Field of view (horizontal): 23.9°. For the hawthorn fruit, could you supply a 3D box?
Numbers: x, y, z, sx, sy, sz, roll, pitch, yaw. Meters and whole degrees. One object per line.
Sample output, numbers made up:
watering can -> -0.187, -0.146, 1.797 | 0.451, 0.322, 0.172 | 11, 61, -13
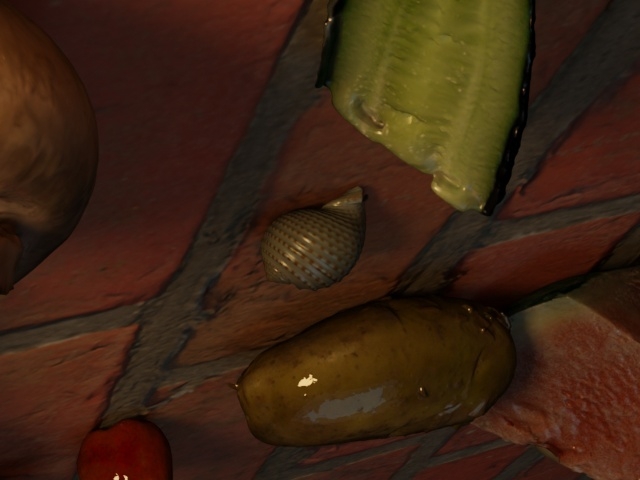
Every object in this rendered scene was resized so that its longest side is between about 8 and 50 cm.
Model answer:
hawthorn fruit -> -0.162, 0.201, 1.276 | 0.081, 0.093, 0.081 | -18, 159, -7

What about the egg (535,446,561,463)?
egg -> 0.279, 0.190, 1.653 | 0.114, 0.114, 0.152 | -27, 161, 11

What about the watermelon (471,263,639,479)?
watermelon -> 0.254, 0.135, 1.385 | 0.262, 0.201, 0.213 | -2, 142, -34

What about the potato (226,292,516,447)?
potato -> 0.045, 0.106, 1.239 | 0.251, 0.113, 0.149 | -5, 161, -19

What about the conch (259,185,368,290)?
conch -> 0.001, 0.004, 1.029 | 0.085, 0.056, 0.076 | -22, 171, -1

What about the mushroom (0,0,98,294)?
mushroom -> -0.200, -0.013, 0.625 | 0.226, 0.178, 0.226 | -17, 167, -4

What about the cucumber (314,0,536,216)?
cucumber -> 0.064, -0.106, 0.797 | 0.193, 0.115, 0.086 | 92, 24, -62
